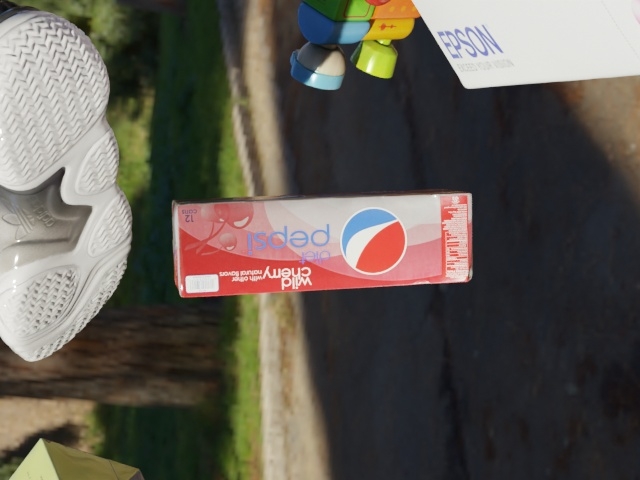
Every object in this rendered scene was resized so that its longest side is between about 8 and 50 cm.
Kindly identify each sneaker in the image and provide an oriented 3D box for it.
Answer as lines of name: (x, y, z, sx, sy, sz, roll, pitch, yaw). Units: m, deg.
sneaker: (-0.198, -0.050, 0.734, 0.101, 0.153, 0.268, -38, -27, -32)

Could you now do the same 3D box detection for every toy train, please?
toy train: (0.077, -0.229, 1.246, 0.105, 0.248, 0.143, 39, 124, 33)

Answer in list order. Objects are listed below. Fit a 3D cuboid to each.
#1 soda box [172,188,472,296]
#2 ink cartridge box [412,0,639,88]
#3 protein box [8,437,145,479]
soda box: (0.000, 0.000, 1.112, 0.092, 0.263, 0.083, -154, 62, -80)
ink cartridge box: (0.069, -0.233, 0.651, 0.330, 0.071, 0.324, 55, 173, -12)
protein box: (-0.258, 0.350, 1.243, 0.201, 0.136, 0.200, -52, 41, 11)
